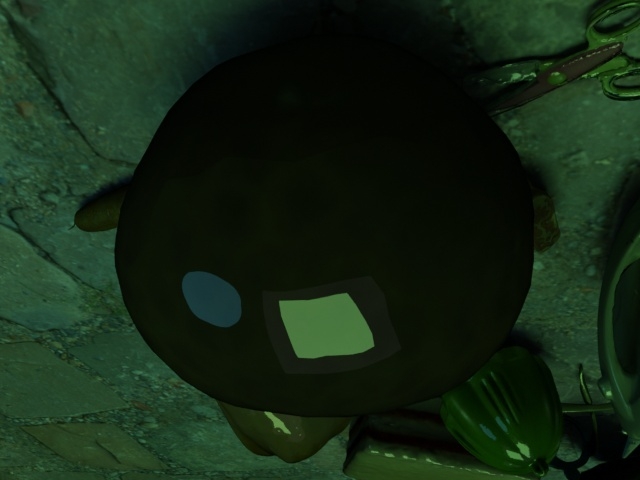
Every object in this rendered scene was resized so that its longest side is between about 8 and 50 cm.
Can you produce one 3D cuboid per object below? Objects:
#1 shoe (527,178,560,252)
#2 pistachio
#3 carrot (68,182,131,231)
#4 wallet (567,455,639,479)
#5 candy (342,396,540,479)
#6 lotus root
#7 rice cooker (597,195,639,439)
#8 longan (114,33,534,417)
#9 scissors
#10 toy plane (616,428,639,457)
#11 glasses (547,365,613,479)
[{"bbox_3d":[0.230,-0.031,0.881,0.109,0.069,0.072,26,105,-40],"label":"shoe"},{"bbox_3d":[-0.070,0.248,1.259,0.212,0.163,0.261,-27,121,11],"label":"pistachio"},{"bbox_3d":[-0.226,-0.043,0.965,0.298,0.078,0.078,-11,140,31],"label":"carrot"},{"bbox_3d":[0.501,0.426,1.354,0.309,0.042,0.165,-1,154,-46],"label":"wallet"},{"bbox_3d":[0.214,0.370,1.380,0.320,0.135,0.179,12,145,-2],"label":"candy"},{"bbox_3d":[0.285,0.273,1.117,0.186,0.186,0.186,6,144,4],"label":"lotus root"},{"bbox_3d":[0.444,0.084,0.829,0.276,0.288,0.288,7,144,4],"label":"rice cooker"},{"bbox_3d":[0.000,0.000,0.734,0.404,0.336,0.405,4,122,7],"label":"longan"},{"bbox_3d":[0.233,-0.163,0.742,0.187,0.020,0.133,-13,143,25],"label":"scissors"},{"bbox_3d":[0.610,0.319,1.276,0.226,0.058,0.226,-8,161,6],"label":"toy plane"},{"bbox_3d":[0.421,0.282,1.281,0.239,0.102,0.207,31,111,-26],"label":"glasses"}]
